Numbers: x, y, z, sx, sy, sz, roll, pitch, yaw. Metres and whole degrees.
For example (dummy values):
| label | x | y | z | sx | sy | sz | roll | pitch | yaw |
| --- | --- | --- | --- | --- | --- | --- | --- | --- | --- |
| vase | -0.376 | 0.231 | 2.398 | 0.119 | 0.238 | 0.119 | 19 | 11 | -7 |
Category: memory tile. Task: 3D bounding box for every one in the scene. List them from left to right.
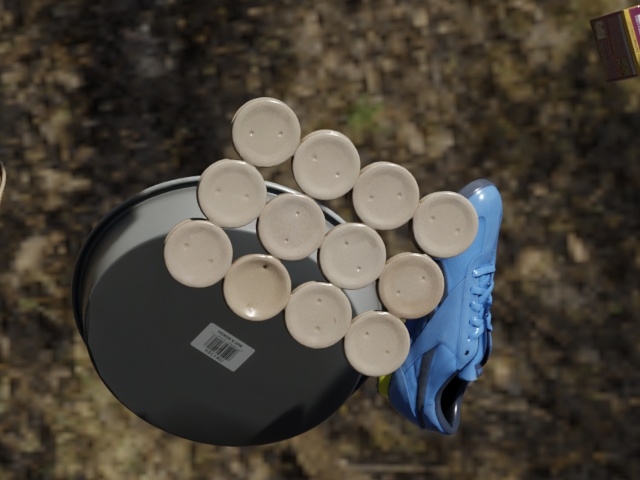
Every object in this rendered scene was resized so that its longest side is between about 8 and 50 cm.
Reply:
| label | x | y | z | sx | sy | sz | roll | pitch | yaw |
| --- | --- | --- | --- | --- | --- | --- | --- | --- | --- |
| memory tile | 0.000 | 0.000 | 1.035 | 0.148 | 0.012 | 0.113 | 27 | 95 | -14 |

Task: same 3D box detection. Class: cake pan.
| label | x | y | z | sx | sy | sz | roll | pitch | yaw |
| --- | --- | --- | --- | --- | --- | --- | --- | --- | --- |
| cake pan | -0.083 | 0.076 | 1.744 | 0.054 | 0.293 | 0.293 | -82 | 149 | -53 |

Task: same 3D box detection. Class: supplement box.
| label | x | y | z | sx | sy | sz | roll | pitch | yaw |
| --- | --- | --- | --- | --- | --- | --- | --- | --- | --- |
| supplement box | 0.249 | -0.157 | 1.523 | 0.043 | 0.083 | 0.055 | -17 | 95 | -11 |

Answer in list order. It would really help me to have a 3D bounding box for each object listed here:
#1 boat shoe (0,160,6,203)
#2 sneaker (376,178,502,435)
| label | x | y | z | sx | sy | sz | roll | pitch | yaw |
| --- | --- | --- | --- | --- | --- | --- | --- | --- | --- |
| boat shoe | -0.319 | -0.003 | 1.656 | 0.063 | 0.059 | 0.170 | 31 | 68 | -25 |
| sneaker | 0.114 | 0.056 | 1.528 | 0.069 | 0.082 | 0.209 | -6 | 121 | -48 |
